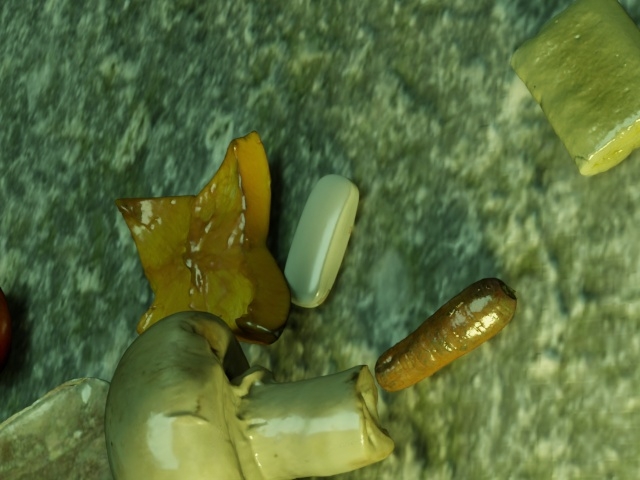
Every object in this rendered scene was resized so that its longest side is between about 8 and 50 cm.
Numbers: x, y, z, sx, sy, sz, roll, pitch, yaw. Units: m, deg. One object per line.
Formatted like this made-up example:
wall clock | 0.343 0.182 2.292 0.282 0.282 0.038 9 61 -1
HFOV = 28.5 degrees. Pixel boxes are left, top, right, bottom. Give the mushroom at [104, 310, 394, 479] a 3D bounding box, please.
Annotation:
mushroom | -0.076 0.199 1.360 0.290 0.292 0.292 -20 61 8

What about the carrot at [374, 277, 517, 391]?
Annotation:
carrot | 0.133 0.107 1.367 0.186 0.060 0.060 -39 55 20

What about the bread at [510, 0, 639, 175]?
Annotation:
bread | 0.297 -0.171 1.349 0.139 0.060 0.178 -36 56 19

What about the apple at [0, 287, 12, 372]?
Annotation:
apple | -0.500 0.124 1.758 0.156 0.147 0.158 -36 38 60

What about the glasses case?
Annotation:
glasses case | 0.000 0.000 1.509 0.063 0.041 0.164 12 82 41

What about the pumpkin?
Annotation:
pumpkin | -0.144 0.032 1.563 0.258 0.095 0.290 -29 57 35

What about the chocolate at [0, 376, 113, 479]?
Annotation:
chocolate | -0.351 0.308 1.607 0.303 0.100 0.185 -32 52 16
